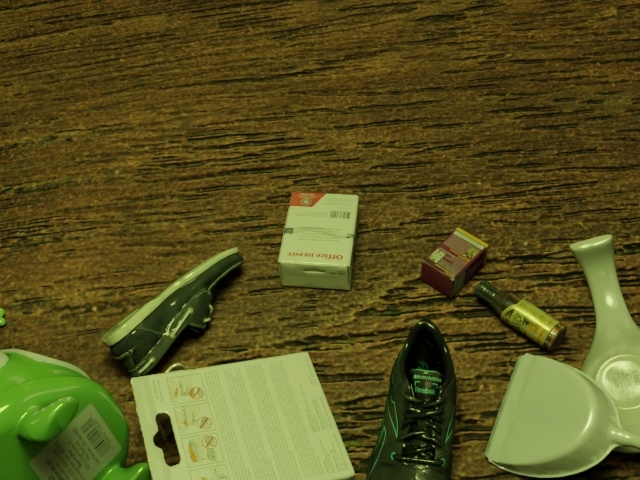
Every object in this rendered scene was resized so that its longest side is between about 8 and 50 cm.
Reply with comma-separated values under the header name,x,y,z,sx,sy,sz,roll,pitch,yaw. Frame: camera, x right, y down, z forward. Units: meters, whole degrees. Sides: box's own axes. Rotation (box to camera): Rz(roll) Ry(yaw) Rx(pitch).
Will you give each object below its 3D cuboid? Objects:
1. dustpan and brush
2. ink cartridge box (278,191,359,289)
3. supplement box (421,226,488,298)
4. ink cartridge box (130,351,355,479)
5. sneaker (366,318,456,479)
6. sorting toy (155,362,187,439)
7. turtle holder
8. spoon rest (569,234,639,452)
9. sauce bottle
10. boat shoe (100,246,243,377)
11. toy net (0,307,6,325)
name,x,y,z,sx,sy,sz,roll,pitch,yaw
dustpan and brush,0.308,0.214,1.019,0.211,0.060,0.147,1,59,48
ink cartridge box,0.000,0.000,1.256,0.099,0.056,0.135,4,49,7
supplement box,0.185,0.030,1.229,0.055,0.043,0.083,34,58,28
ink cartridge box,-0.094,0.227,1.039,0.224,0.056,0.181,-8,49,-19
sneaker,0.107,0.213,1.036,0.101,0.106,0.267,4,51,5
sorting toy,-0.184,0.187,1.093,0.045,0.075,0.083,27,55,23
turtle holder,-0.364,0.267,0.958,0.227,0.243,0.320,23,85,37
spoon rest,0.371,0.130,1.109,0.137,0.084,0.276,-15,56,20
sauce bottle,0.259,0.096,1.171,0.128,0.042,0.042,33,58,30
boat shoe,-0.183,0.091,1.191,0.079,0.084,0.233,52,54,-6
toy net,-0.545,0.076,1.230,0.232,0.045,0.122,30,58,26
